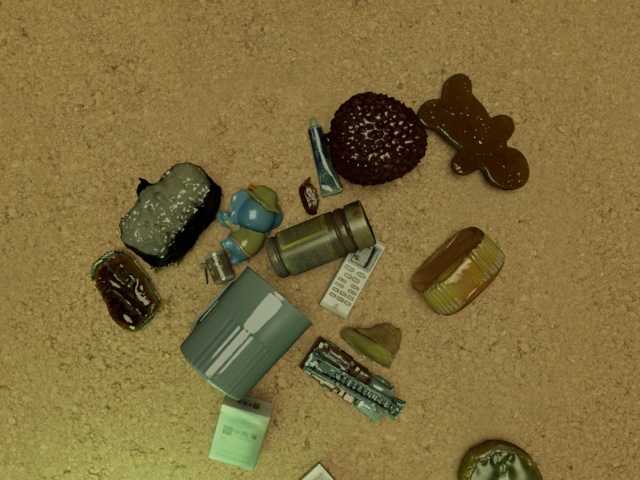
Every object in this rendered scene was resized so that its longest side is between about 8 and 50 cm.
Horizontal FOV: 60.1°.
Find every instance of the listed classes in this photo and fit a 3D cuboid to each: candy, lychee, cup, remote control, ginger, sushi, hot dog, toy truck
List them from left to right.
[{"bbox_3d":[-0.624,0.160,1.768,0.163,0.082,0.270,-33,86,-6],"label":"hot dog"},{"bbox_3d":[-0.473,-0.086,1.740,0.234,0.207,0.348,37,79,14],"label":"sushi"},{"bbox_3d":[-0.338,0.093,1.784,0.102,0.074,0.099,-22,86,-3],"label":"cup"},{"bbox_3d":[-0.246,0.255,1.636,0.331,0.256,0.311,38,81,24],"label":"cup"},{"bbox_3d":[-0.035,-0.146,1.826,0.055,0.052,0.120,-17,82,-21],"label":"sushi"},{"bbox_3d":[0.106,0.112,1.805,0.103,0.055,0.277,30,85,1],"label":"remote control"},{"bbox_3d":[0.102,0.446,1.710,0.338,0.184,0.132,34,86,2],"label":"toy truck"},{"bbox_3d":[0.167,0.308,1.780,0.193,0.115,0.122,27,63,8],"label":"ginger"},{"bbox_3d":[0.167,-0.311,1.724,0.331,0.306,0.305,7,85,11],"label":"lychee"},{"bbox_3d":[0.562,0.758,1.735,0.260,0.118,0.259,0,84,4],"label":"candy"}]

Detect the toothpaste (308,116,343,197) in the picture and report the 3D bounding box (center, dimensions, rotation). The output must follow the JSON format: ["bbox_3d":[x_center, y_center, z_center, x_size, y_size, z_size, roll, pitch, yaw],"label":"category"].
[{"bbox_3d":[0.006,-0.280,1.846,0.069,0.047,0.268,-15,89,-16],"label":"toothpaste"}]

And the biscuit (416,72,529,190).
[{"bbox_3d":[0.520,-0.334,1.853,0.432,0.064,0.283,45,76,1],"label":"biscuit"}]

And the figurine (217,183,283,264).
[{"bbox_3d":[-0.234,-0.060,1.766,0.180,0.154,0.262,41,81,-9],"label":"figurine"}]

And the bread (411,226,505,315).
[{"bbox_3d":[0.444,0.105,1.758,0.288,0.204,0.156,-46,105,-2],"label":"bread"}]

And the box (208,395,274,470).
[{"bbox_3d":[-0.243,0.583,1.690,0.156,0.067,0.242,18,118,-2],"label":"box"}]

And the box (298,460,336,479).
[{"bbox_3d":[0.028,0.838,1.748,0.139,0.035,0.245,-40,87,-5],"label":"box"}]

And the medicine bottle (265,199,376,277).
[{"bbox_3d":[0.000,0.000,1.742,0.323,0.151,0.151,-21,86,8],"label":"medicine bottle"}]
